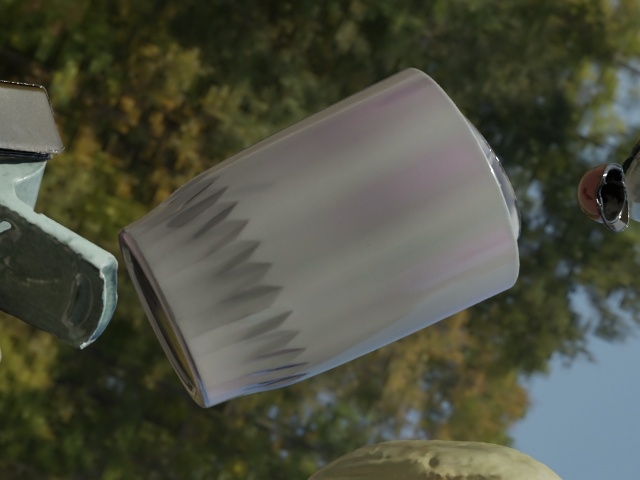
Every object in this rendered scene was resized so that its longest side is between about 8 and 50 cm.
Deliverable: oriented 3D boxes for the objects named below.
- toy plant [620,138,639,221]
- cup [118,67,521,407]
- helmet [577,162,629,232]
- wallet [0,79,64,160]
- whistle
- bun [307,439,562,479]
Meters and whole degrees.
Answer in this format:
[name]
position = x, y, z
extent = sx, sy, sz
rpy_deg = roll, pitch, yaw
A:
[toy plant]
position = 0.643, -0.052, 2.727
extent = 0.247, 0.332, 0.247
rpy_deg = -47, 165, -17
[cup]
position = 0.000, 0.000, 1.766
extent = 0.372, 0.253, 0.253
rpy_deg = -24, -175, -12
[helmet]
position = 0.329, -0.050, 2.043
extent = 0.049, 0.065, 0.084
rpy_deg = 1, -76, 40
[wallet]
position = -0.410, -0.154, 2.152
extent = 0.031, 0.198, 0.110
rpy_deg = -34, -112, 33
[whistle]
position = -0.423, -0.021, 2.195
extent = 0.405, 0.188, 0.168
rpy_deg = 47, -50, 38
[bun]
position = 0.109, 0.361, 1.716
extent = 0.361, 0.213, 0.361
rpy_deg = -18, -130, 23
